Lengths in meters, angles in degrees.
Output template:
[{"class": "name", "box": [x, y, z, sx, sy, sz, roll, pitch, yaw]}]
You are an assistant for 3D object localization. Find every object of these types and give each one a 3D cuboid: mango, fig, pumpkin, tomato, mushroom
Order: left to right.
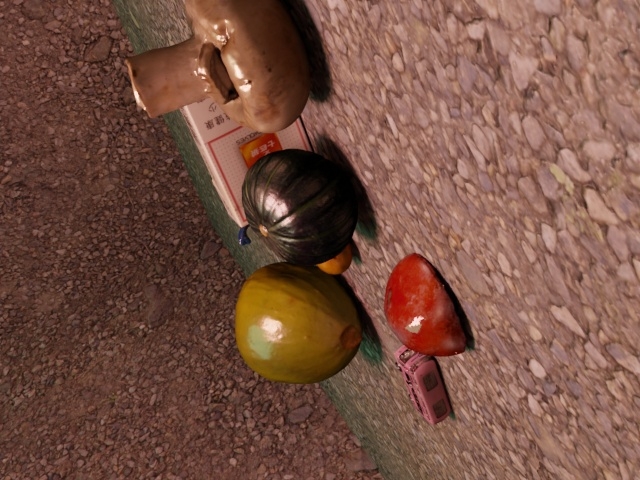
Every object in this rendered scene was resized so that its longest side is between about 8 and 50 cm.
[{"class": "mushroom", "box": [-0.174, -0.293, 1.329, 0.292, 0.290, 0.292, 56, 166, 23]}, {"class": "pumpkin", "box": [-0.038, -0.072, 1.522, 0.250, 0.216, 0.250, 21, 142, 18]}, {"class": "fig", "box": [-0.050, 0.218, 2.017, 0.343, 0.343, 0.343, 57, 168, 19]}, {"class": "mango", "box": [0.017, 0.010, 1.754, 0.163, 0.089, 0.111, -119, 7, -47]}, {"class": "tomato", "box": [0.167, 0.127, 1.353, 0.189, 0.099, 0.173, 65, 170, -12]}]

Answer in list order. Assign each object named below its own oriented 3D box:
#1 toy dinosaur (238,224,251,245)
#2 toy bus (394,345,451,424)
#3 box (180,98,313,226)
[{"class": "toy dinosaur", "box": [-0.182, -0.127, 2.039, 0.247, 0.188, 0.075, 60, 161, 9]}, {"class": "toy bus", "box": [0.220, 0.305, 1.654, 0.090, 0.063, 0.203, 41, 159, 52]}, {"class": "box", "box": [-0.146, -0.217, 1.597, 0.095, 0.210, 0.330, 43, 159, 57]}]
